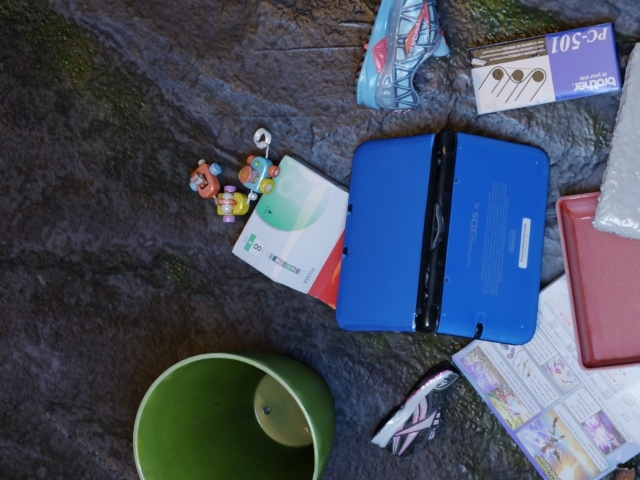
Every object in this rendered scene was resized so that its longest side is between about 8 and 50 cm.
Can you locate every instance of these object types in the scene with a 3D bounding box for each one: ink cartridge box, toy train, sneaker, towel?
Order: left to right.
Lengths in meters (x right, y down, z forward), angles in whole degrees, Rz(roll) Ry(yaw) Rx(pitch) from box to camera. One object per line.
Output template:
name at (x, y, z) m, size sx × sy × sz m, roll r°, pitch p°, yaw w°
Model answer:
toy train at (-0.140, -0.100, 2.026) m, size 0.166 × 0.046 × 0.125 m, roll -33°, pitch 67°, yaw 31°
ink cartridge box at (0.000, 0.000, 2.017) m, size 0.225 × 0.056 × 0.181 m, roll 34°, pitch 105°, yaw 14°
sneaker at (0.136, -0.313, 1.928) m, size 0.125 × 0.104 × 0.261 m, roll 17°, pitch 106°, yaw -2°
sneaker at (0.159, 0.261, 1.993) m, size 0.077 × 0.072 × 0.178 m, roll 39°, pitch 115°, yaw -2°
ink cartridge box at (0.322, -0.245, 1.885) m, size 0.207 × 0.046 × 0.097 m, roll -9°, pitch 94°, yaw 19°
towel at (0.489, -0.126, 1.798) m, size 0.187 × 0.049 × 0.282 m, roll 14°, pitch 81°, yaw 9°

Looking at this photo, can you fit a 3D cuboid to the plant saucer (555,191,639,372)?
plant saucer at (0.469, 0.050, 1.809) m, size 0.259 × 0.047 × 0.259 m, roll -8°, pitch 67°, yaw 9°

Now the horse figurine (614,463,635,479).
horse figurine at (0.508, 0.422, 1.885) m, size 0.263 × 0.066 × 0.174 m, roll 37°, pitch 107°, yaw 4°

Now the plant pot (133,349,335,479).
plant pot at (-0.090, 0.274, 1.949) m, size 0.275 × 0.293 × 0.274 m, roll 2°, pitch 97°, yaw 18°

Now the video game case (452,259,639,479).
video game case at (0.369, 0.203, 1.911) m, size 0.244 × 0.061 × 0.269 m, roll -39°, pitch 83°, yaw 17°

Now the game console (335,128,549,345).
game console at (0.178, 0.000, 1.923) m, size 0.250 × 0.173 × 0.293 m, roll 10°, pitch 80°, yaw -16°
